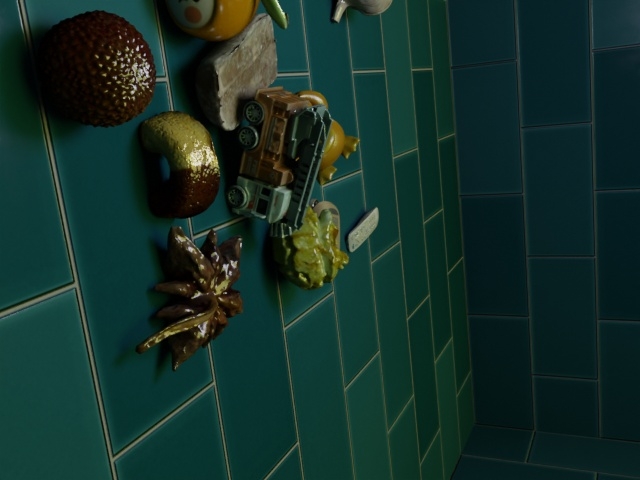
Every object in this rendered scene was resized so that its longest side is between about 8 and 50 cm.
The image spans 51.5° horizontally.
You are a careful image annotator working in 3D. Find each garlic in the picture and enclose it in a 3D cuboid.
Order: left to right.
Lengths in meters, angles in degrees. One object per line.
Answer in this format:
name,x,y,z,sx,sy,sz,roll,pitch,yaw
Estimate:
garlic,0.102,-0.772,2.074,0.212,0.218,0.218,-46,148,3

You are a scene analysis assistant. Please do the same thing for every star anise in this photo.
star anise,-0.244,0.117,1.361,0.350,0.109,0.292,16,71,-63

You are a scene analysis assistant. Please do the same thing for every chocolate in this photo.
chocolate,-0.190,-0.383,1.489,0.185,0.101,0.303,83,28,-42

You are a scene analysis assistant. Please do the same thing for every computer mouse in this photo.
computer mouse,0.000,0.000,1.896,0.145,0.082,0.236,6,83,-64

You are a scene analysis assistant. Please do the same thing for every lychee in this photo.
lychee,-0.354,-0.272,1.065,0.194,0.195,0.194,-1,90,-64

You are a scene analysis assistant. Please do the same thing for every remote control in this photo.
remote control,0.141,-0.044,2.241,0.229,0.044,0.073,-44,139,-46

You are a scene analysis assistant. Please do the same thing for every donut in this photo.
donut,-0.276,-0.144,1.284,0.085,0.141,0.217,-25,108,-54

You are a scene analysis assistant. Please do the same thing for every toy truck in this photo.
toy truck,-0.094,-0.167,1.527,0.133,0.185,0.338,-31,140,-61

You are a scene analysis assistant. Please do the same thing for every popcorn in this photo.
popcorn,-0.034,0.018,1.723,0.204,0.184,0.221,9,68,-77

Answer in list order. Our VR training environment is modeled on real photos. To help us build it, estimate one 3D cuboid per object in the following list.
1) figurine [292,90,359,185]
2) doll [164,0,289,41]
figurine,-0.029,-0.274,1.740,0.228,0.215,0.215,28,65,-70
doll,-0.190,-0.514,1.334,0.213,0.236,0.213,-2,90,-70
